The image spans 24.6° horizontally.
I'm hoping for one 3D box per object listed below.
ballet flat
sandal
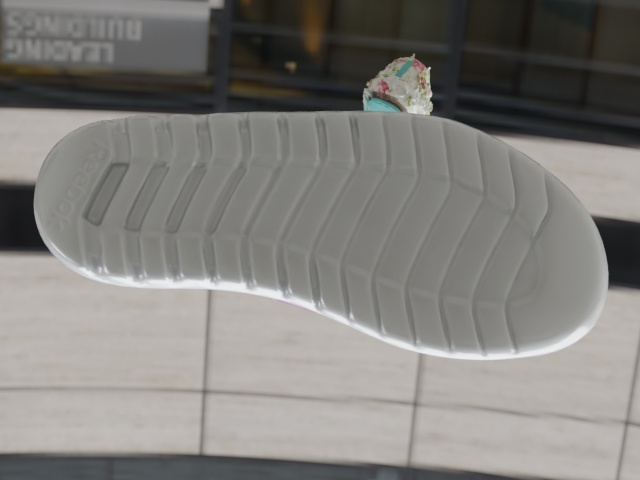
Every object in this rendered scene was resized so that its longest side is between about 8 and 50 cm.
[{"bbox_3d":[0.090,-0.116,1.594,0.091,0.241,0.077,28,-113,11],"label":"ballet flat"},{"bbox_3d":[0.004,-0.015,1.082,0.416,0.169,0.102,12,172,2],"label":"sandal"}]
